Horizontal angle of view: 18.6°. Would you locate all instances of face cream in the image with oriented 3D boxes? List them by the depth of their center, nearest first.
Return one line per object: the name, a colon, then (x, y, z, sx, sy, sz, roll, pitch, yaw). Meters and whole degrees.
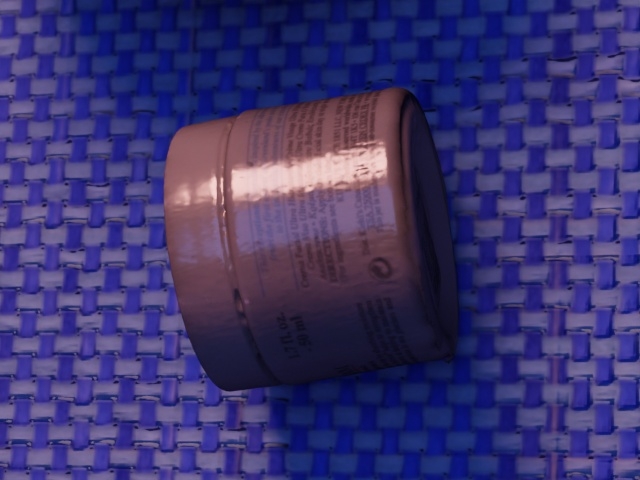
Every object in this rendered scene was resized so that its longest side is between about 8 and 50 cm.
face cream: (0.000, 0.000, 1.235, 0.153, 0.177, 0.177, -8, 77, 13)
